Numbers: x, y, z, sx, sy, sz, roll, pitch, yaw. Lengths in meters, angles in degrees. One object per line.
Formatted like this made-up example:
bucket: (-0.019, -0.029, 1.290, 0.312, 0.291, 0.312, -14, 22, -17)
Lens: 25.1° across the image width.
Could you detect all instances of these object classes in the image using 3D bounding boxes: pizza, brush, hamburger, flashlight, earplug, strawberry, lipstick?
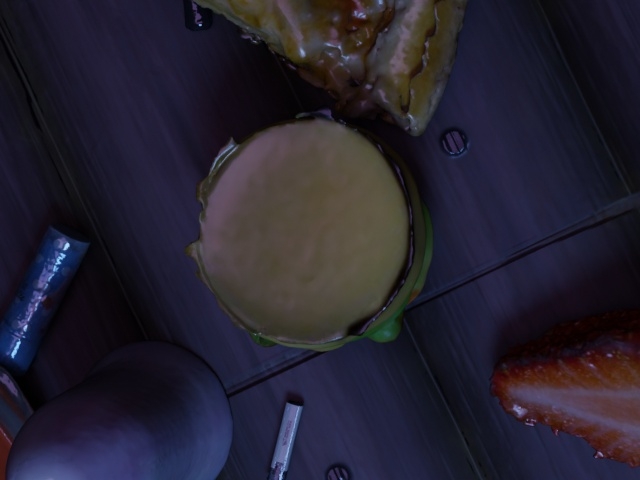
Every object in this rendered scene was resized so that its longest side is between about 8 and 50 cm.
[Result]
pizza: (0.005, -0.360, 1.352, 0.435, 0.080, 0.392, 33, 94, 1)
brush: (-0.311, 0.207, 1.451, 0.070, 0.051, 0.323, -20, 102, 49)
hamburger: (0.000, 0.000, 1.353, 0.237, 0.149, 0.237, -1, 85, 14)
flashlight: (-0.035, 0.202, 1.437, 0.018, 0.018, 0.083, 15, 97, 9)
earplug: (-0.202, 0.195, 1.328, 0.172, 0.301, 0.172, 1, 93, 12)
strawberry: (0.293, 0.121, 1.326, 0.236, 0.106, 0.175, 28, 136, 10)
lipstick: (-0.289, 0.060, 1.469, 0.048, 0.048, 0.158, 29, 99, 9)

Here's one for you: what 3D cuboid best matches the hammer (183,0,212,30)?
hammer: (-0.147, -0.329, 1.425, 0.103, 0.029, 0.246, -8, 93, 12)
